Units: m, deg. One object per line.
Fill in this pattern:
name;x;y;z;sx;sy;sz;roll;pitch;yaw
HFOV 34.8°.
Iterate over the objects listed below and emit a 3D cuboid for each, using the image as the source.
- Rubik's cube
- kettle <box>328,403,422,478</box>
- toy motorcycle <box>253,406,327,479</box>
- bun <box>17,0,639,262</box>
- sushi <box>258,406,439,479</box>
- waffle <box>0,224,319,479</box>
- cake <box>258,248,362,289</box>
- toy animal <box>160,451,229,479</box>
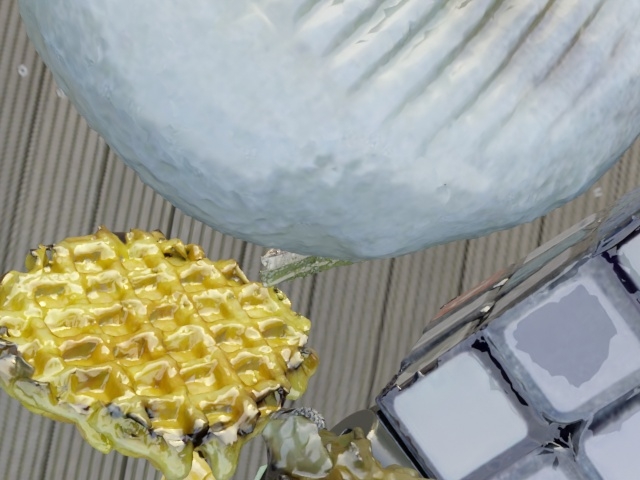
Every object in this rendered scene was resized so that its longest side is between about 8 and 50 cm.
Rubik's cube;0.312;0.151;0.952;0.362;0.359;0.363;-38;88;14
kettle;0.106;0.475;1.760;0.262;0.203;0.308;-41;102;12
toy motorcycle;-0.024;0.252;0.945;0.106;0.074;0.190;15;75;36
bun;0.010;-0.164;0.505;0.361;0.211;0.362;1;87;-21
sushi;0.051;0.175;0.437;0.147;0.212;0.115;24;103;-39
waffle;-0.199;0.111;1.198;0.382;0.380;0.095;26;122;10
cake;0.000;0.000;0.919;0.140;0.051;0.055;-16;50;-25
toy animal;-0.194;0.420;1.775;0.159;0.070;0.083;19;84;23
